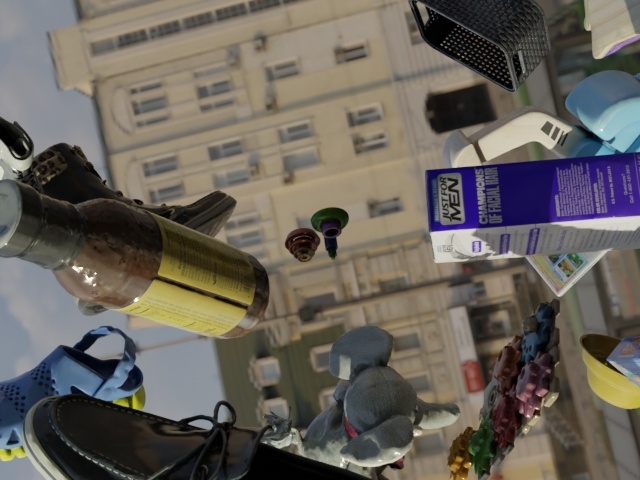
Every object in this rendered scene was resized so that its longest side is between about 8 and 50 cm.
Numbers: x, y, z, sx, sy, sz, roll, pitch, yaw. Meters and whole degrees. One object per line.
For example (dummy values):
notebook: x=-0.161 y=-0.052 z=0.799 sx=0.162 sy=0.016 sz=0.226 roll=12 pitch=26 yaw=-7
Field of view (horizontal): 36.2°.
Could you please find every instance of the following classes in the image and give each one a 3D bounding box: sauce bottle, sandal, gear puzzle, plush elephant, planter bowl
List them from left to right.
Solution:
sandal: x=-0.375 y=0.202 z=1.374 sx=0.317 sy=0.126 sz=0.138 roll=-17 pitch=-45 yaw=-49
sauce bottle: x=-0.191 y=0.020 z=1.003 sx=0.344 sy=0.111 sz=0.111 roll=28 pitch=-133 yaw=-52
plush elephant: x=0.097 y=0.294 z=1.591 sx=0.330 sy=0.255 sz=0.271 roll=19 pitch=-130 yaw=-30
gear puzzle: x=0.236 y=0.224 z=1.344 sx=0.339 sy=0.044 sz=0.175 roll=113 pitch=173 yaw=-47
planter bowl: x=0.619 y=0.283 z=2.014 sx=0.217 sy=0.217 sz=0.090 roll=-78 pitch=6 yaw=-72

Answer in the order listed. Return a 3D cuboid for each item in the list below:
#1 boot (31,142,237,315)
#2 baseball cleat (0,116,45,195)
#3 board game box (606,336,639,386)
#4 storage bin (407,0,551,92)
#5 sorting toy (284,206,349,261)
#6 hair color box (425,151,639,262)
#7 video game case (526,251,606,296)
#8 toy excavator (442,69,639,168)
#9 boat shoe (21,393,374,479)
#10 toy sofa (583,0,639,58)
boot: x=-0.357 y=-0.059 z=1.748 sx=0.284 sy=0.377 sz=0.138 roll=45 pitch=142 yaw=11
baseball cleat: x=-0.441 y=-0.093 z=1.421 sx=0.072 sy=0.109 sz=0.206 roll=-51 pitch=-51 yaw=-32
board game box: x=0.519 y=0.217 z=1.376 sx=0.210 sy=0.047 sz=0.160 roll=40 pitch=173 yaw=4
storage bin: x=0.224 y=-0.304 z=1.380 sx=0.180 sy=0.084 sz=0.122 roll=36 pitch=172 yaw=29
sorting toy: x=0.000 y=0.000 z=1.304 sx=0.061 sy=0.102 sz=0.042 roll=25 pitch=-137 yaw=-40
hair color box: x=0.332 y=-0.046 z=1.478 sx=0.185 sy=0.339 sz=0.110 roll=61 pitch=-156 yaw=-73
video game case: x=0.460 y=0.003 z=1.883 sx=0.019 sy=0.143 sz=0.157 roll=6 pitch=-139 yaw=-49
toy excavator: x=0.523 y=-0.212 z=1.966 sx=0.445 sy=0.433 sz=0.222 roll=30 pitch=-161 yaw=-25
boat shoe: x=-0.122 y=0.288 z=1.198 sx=0.187 sy=0.500 sz=0.156 roll=-54 pitch=-14 yaw=-67
toy sofa: x=0.607 y=-0.440 z=1.714 sx=0.362 sy=0.150 sz=0.177 roll=171 pitch=92 yaw=-79
